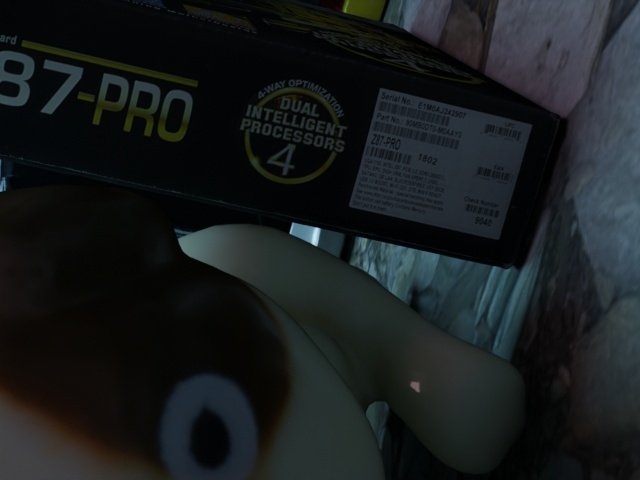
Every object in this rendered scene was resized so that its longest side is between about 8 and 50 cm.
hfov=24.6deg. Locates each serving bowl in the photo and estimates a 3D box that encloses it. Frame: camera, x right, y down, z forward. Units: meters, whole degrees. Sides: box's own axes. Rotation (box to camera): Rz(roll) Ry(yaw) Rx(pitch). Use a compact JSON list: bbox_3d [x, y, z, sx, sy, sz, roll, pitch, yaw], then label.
[{"bbox_3d":[0.000,0.000,1.056,0.083,0.027,0.083,-166,90,-75],"label":"serving bowl"}]

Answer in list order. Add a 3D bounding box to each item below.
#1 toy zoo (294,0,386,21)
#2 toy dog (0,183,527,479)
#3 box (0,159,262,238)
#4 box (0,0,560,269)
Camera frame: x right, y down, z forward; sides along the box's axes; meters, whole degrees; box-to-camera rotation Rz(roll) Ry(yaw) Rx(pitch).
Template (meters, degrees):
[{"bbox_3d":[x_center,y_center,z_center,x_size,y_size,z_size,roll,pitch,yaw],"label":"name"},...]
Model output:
[{"bbox_3d":[0.011,-0.184,1.170,0.192,0.030,0.293,-117,43,-67],"label":"toy zoo"},{"bbox_3d":[-0.095,0.096,0.663,0.408,0.395,0.284,148,142,-81],"label":"toy dog"},{"bbox_3d":[-0.216,0.088,1.250,0.293,0.212,0.395,-113,38,-60],"label":"box"},{"bbox_3d":[-0.105,-0.102,0.824,0.318,0.395,0.097,-129,52,-72],"label":"box"}]
